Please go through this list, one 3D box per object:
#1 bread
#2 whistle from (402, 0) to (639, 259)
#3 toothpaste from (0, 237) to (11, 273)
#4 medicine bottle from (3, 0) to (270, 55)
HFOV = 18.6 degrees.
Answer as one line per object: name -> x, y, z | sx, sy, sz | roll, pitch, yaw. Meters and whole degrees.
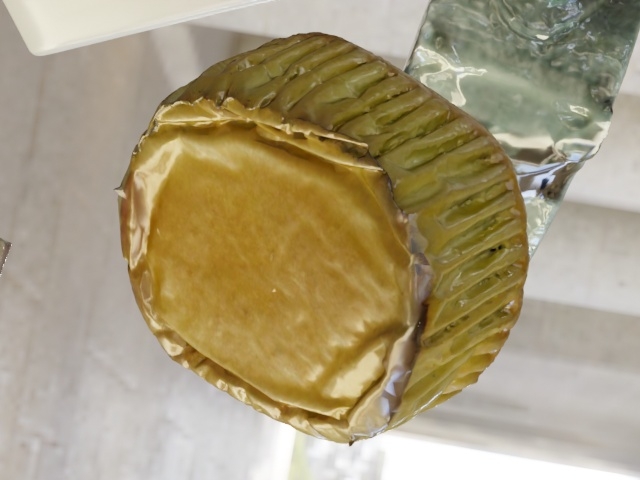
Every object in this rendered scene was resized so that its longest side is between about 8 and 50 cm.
bread -> 0.000, 0.000, 1.217 | 0.142, 0.253, 0.227 | -25, 134, -41
whistle -> 0.137, -0.087, 1.618 | 0.188, 0.168, 0.405 | -72, -179, -87
toothpaste -> -0.364, 0.026, 1.865 | 0.282, 0.068, 0.099 | 25, -54, 60
medicine bottle -> -0.082, -0.240, 1.490 | 0.124, 0.324, 0.179 | 66, 32, -27
